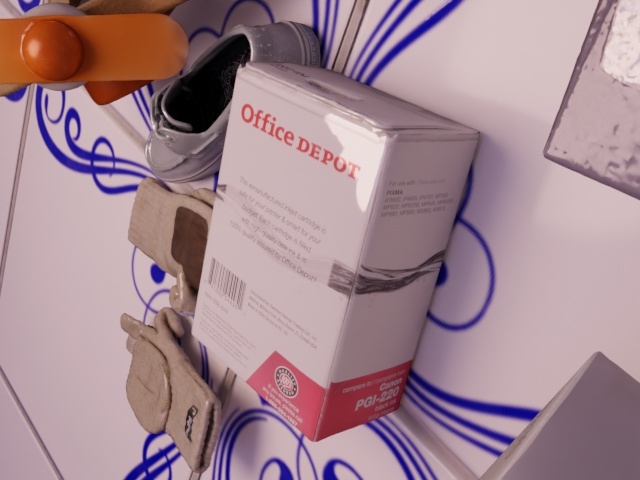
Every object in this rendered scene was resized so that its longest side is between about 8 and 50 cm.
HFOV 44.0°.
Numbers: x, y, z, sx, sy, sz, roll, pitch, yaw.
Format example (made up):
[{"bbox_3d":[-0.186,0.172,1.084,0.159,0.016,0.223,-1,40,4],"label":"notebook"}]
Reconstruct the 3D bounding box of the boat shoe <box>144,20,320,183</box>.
[{"bbox_3d":[-0.098,-0.113,0.655,0.227,0.081,0.079,-29,73,44],"label":"boat shoe"}]

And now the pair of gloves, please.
[{"bbox_3d":[-0.130,0.067,0.743,0.204,0.042,0.240,18,102,51],"label":"pair of gloves"}]

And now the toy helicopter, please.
[{"bbox_3d":[-0.134,-0.190,0.603,0.355,0.235,0.140,-15,113,31],"label":"toy helicopter"}]

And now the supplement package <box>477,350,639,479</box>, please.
[{"bbox_3d":[0.101,0.235,0.360,0.198,0.199,0.262,41,127,17],"label":"supplement package"}]

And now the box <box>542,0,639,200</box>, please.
[{"bbox_3d":[0.231,-0.058,0.257,0.247,0.142,0.163,34,119,40],"label":"box"}]

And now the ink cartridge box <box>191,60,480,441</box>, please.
[{"bbox_3d":[0.000,0.000,0.557,0.158,0.092,0.217,32,120,41],"label":"ink cartridge box"}]
